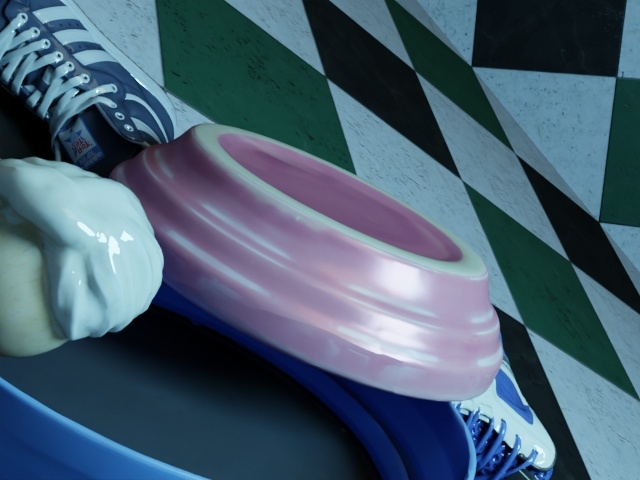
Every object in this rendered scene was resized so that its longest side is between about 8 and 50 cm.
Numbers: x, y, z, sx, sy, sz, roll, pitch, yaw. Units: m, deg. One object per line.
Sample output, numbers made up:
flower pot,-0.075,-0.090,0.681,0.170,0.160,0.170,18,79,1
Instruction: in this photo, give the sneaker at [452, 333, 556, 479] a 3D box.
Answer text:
sneaker,0.151,0.180,1.007,0.315,0.127,0.182,11,42,-57

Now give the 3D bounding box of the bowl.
bowl,-0.091,0.080,0.627,0.391,0.077,0.391,25,13,-6

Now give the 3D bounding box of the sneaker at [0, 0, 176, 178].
sneaker,-0.233,-0.134,0.842,0.282,0.099,0.153,38,24,-32

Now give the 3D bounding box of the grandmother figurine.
grandmother figurine,-0.217,0.057,0.377,0.342,0.104,0.207,-27,84,-28

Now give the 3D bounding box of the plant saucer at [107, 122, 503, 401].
plant saucer,0.000,0.000,0.764,0.332,0.084,0.332,24,14,-6
